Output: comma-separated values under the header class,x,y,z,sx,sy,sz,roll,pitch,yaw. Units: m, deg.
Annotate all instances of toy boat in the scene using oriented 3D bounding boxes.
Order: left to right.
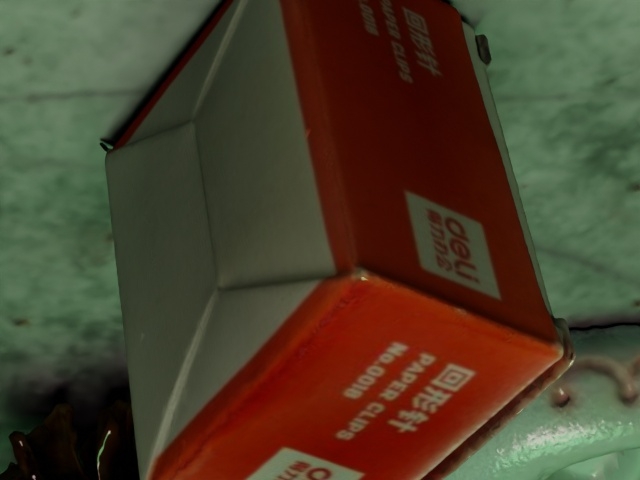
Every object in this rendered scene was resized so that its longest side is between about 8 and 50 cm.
class,x,y,z,sx,sy,sz,roll,pitch,yaw
toy boat,0.152,0.106,0.856,0.207,0.079,0.134,3,139,-16

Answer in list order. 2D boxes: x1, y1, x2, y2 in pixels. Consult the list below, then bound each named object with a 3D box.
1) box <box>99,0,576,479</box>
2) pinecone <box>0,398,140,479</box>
class,x,y,z,sx,sy,sz,roll,pitch,yaw
box,0.000,0.000,0.633,0.099,0.182,0.133,23,126,-31
pinecone,-0.084,0.147,0.800,0.163,0.163,0.165,-37,117,27
